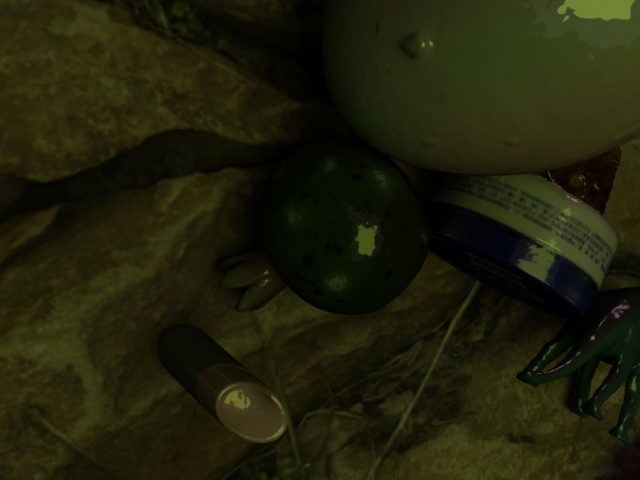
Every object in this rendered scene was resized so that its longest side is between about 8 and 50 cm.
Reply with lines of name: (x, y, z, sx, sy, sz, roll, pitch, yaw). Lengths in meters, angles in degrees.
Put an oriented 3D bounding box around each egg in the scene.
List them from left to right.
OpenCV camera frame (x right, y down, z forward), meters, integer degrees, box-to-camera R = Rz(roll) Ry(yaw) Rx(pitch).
egg: (0.163, -0.210, 0.964, 0.340, 0.354, 0.354, -39, 116, 0)

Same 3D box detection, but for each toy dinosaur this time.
toy dinosaur: (0.383, 0.063, 1.209, 0.330, 0.129, 0.383, -59, 147, -3)

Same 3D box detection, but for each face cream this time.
face cream: (-0.102, 0.138, 0.988, 0.084, 0.198, 0.057, 36, 85, -27)
face cream: (0.217, -0.006, 1.106, 0.206, 0.206, 0.111, 30, 84, -28)

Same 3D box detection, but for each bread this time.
bread: (0.287, -0.078, 1.201, 0.136, 0.054, 0.154, 31, 65, -26)

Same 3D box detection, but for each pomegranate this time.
pomegranate: (-0.001, 0.000, 1.031, 0.225, 0.187, 0.187, -31, 118, 18)

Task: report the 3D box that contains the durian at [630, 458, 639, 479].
durian: (0.489, 0.363, 1.361, 0.305, 0.186, 0.195, 10, 78, -31)
